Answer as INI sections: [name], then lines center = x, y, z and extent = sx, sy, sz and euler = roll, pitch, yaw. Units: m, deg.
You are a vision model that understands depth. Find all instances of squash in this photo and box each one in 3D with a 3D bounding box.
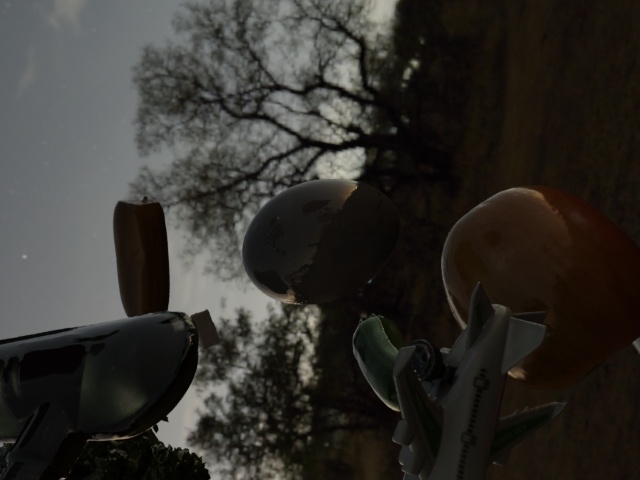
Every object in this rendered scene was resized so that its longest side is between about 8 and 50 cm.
[squash]
center = 0.090, 0.159, 1.083
extent = 0.219, 0.068, 0.077
euler = -121, 50, -65

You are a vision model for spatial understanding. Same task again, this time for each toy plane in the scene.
[toy plane]
center = 0.120, 0.166, 0.740
extent = 0.251, 0.101, 0.255
euler = 23, -91, -42

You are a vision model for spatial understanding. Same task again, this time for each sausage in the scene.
[sausage]
center = -0.349, 0.077, 1.632
extent = 0.112, 0.112, 0.328
euler = -59, -31, -76

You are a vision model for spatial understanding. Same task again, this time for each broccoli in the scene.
[broccoli]
center = -0.272, 0.275, 1.036
extent = 0.321, 0.304, 0.283
euler = -35, 47, 50

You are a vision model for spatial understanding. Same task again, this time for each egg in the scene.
[egg]
center = 0.000, 0.000, 0.995
extent = 0.146, 0.199, 0.146
euler = 53, -158, -33

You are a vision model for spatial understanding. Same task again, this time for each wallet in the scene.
[wallet]
center = -0.248, 0.192, 1.791
extent = 0.011, 0.044, 0.083
euler = -154, 44, -70

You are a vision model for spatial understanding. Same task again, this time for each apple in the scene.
[apple]
center = 0.275, 0.056, 1.033
extent = 0.242, 0.241, 0.242
euler = -33, -19, -13

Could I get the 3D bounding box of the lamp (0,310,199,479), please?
[lamp]
center = -0.134, 0.180, 0.350
extent = 0.125, 0.203, 0.283
euler = -10, -87, -45

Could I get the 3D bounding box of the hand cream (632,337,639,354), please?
[hand cream]
center = 0.518, 0.163, 1.273
extent = 0.276, 0.059, 0.095
euler = -84, -9, -67
